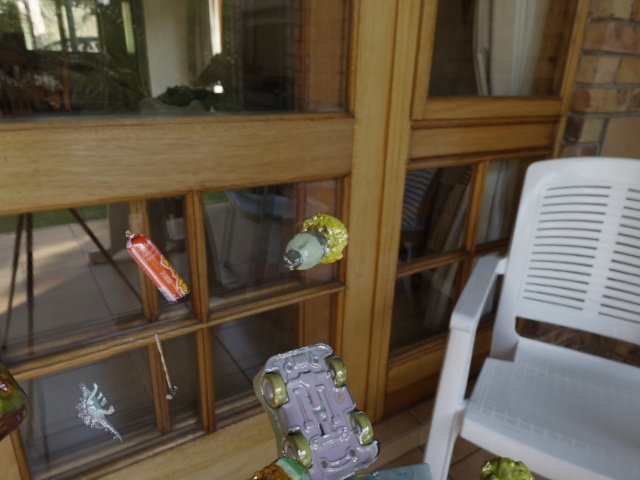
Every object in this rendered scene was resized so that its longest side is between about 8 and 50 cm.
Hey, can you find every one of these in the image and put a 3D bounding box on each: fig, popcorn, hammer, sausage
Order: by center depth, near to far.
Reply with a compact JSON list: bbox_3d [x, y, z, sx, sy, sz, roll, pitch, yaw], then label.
[{"bbox_3d":[-0.593,0.288,0.765,0.166,0.154,0.144,-17,-21,0],"label":"fig"},{"bbox_3d":[-0.281,0.040,0.768,0.048,0.145,0.050,-23,24,21],"label":"sausage"},{"bbox_3d":[0.638,0.887,1.531,0.225,0.173,0.286,-10,36,46],"label":"popcorn"},{"bbox_3d":[-0.003,-0.002,1.594,0.198,0.197,0.156,20,17,40],"label":"popcorn"},{"bbox_3d":[-0.568,0.454,1.655,0.029,0.292,0.058,1,27,8],"label":"hammer"}]

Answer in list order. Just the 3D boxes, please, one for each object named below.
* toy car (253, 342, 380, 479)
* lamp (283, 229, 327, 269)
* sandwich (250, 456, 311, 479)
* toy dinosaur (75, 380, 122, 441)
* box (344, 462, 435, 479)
[{"bbox_3d":[-0.033,0.471,1.201,0.242,0.226,0.336,-8,59,-32],"label":"toy car"},{"bbox_3d":[-0.036,0.025,1.259,0.101,0.101,0.250,9,16,19],"label":"lamp"},{"bbox_3d":[-0.094,0.480,0.695,0.109,0.212,0.292,12,45,36],"label":"sandwich"},{"bbox_3d":[-0.631,0.491,1.286,0.082,0.209,0.039,-38,0,-30],"label":"toy dinosaur"},{"bbox_3d":[0.202,0.743,1.350,0.285,0.044,0.142,-11,17,3],"label":"box"}]
